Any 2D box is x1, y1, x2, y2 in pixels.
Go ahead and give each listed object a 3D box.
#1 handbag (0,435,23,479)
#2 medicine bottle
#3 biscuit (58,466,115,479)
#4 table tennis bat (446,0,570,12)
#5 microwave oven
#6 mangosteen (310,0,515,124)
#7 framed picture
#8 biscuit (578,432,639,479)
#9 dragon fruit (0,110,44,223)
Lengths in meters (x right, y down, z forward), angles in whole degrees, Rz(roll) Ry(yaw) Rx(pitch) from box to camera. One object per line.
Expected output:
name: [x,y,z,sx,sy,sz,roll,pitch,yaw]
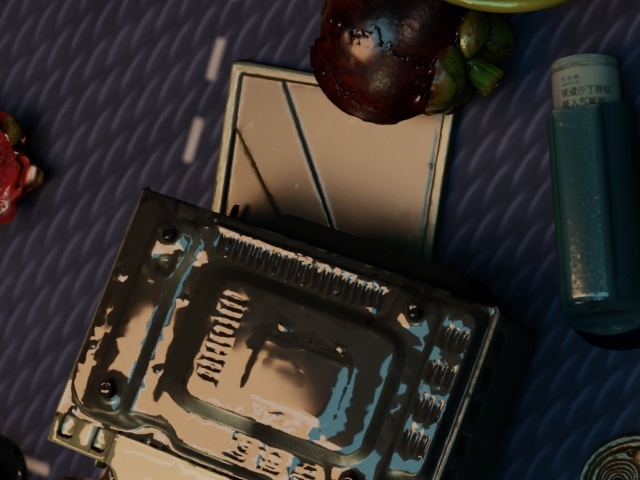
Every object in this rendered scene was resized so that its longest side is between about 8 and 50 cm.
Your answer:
handbag: [-0.476,0.321,2.012,0.269,0.118,0.326,23,101,12]
medicine bottle: [0.250,-0.033,1.702,0.079,0.124,0.258,-9,79,26]
biscuit: [-0.189,0.315,1.938,0.215,0.034,0.182,42,107,15]
table tennis bat: [0.109,-0.310,1.703,0.368,0.054,0.224,24,60,22]
microwave oven: [-0.024,0.128,1.708,0.355,0.218,0.286,20,87,19]
mangosteen: [0.083,-0.179,1.725,0.180,0.166,0.166,22,102,10]
framed picture: [0.000,0.000,1.844,0.240,0.020,0.324,10,98,21]
biscuit: [0.281,0.259,1.748,0.124,0.026,0.175,36,106,16]
dragon fruit: [-0.385,-0.096,1.939,0.207,0.150,0.133,38,78,21]
